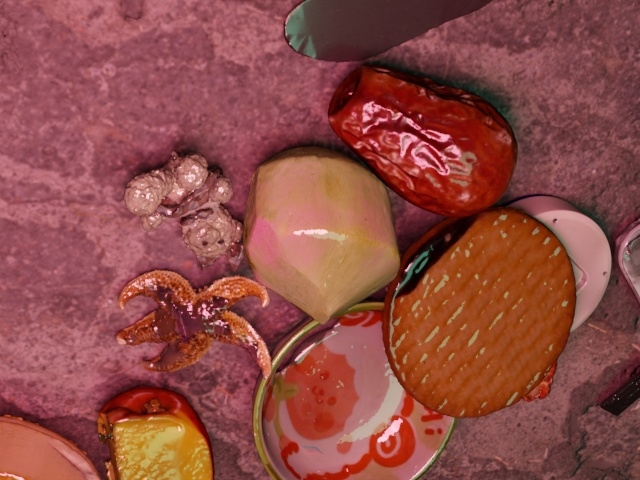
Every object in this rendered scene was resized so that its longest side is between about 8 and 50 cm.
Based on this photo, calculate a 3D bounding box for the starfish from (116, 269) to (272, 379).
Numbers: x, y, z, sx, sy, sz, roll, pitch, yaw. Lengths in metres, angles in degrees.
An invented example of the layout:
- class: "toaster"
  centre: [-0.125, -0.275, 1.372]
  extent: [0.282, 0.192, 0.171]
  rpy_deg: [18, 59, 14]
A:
- class: "starfish"
  centre: [-0.163, 0.114, 1.428]
  extent: [0.238, 0.071, 0.216]
  rpy_deg: [-34, 109, 30]

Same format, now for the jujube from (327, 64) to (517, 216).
- class: "jujube"
  centre: [0.138, -0.139, 1.390]
  extent: [0.255, 0.190, 0.190]
  rpy_deg: [32, 100, -18]

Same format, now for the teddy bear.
- class: "teddy bear"
  centre: [-0.172, -0.051, 1.372]
  extent: [0.133, 0.111, 0.213]
  rpy_deg: [-17, 145, 11]

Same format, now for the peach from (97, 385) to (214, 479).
- class: "peach"
  centre: [-0.227, 0.333, 1.477]
  extent: [0.154, 0.159, 0.267]
  rpy_deg: [-11, 105, -14]

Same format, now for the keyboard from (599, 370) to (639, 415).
- class: "keyboard"
  centre: [0.566, 0.226, 1.770]
  extent: [0.204, 0.013, 0.061]
  rpy_deg: [-46, 135, 18]

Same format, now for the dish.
- class: "dish"
  centre: [0.039, 0.228, 1.552]
  extent: [0.324, 0.124, 0.324]
  rpy_deg: [-5, 107, -19]

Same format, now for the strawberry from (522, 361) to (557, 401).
- class: "strawberry"
  centre: [0.338, 0.207, 1.693]
  extent: [0.104, 0.048, 0.152]
  rpy_deg: [-26, 136, -15]

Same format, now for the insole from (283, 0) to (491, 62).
- class: "insole"
  centre: [0.098, -0.313, 1.393]
  extent: [0.309, 0.012, 0.110]
  rpy_deg: [-22, 117, -10]

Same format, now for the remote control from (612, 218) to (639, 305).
- class: "remote control"
  centre: [0.555, 0.064, 1.702]
  extent: [0.104, 0.052, 0.247]
  rpy_deg: [-37, 120, -2]

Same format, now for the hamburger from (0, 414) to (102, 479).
- class: "hamburger"
  centre: [-0.434, 0.371, 1.400]
  extent: [0.300, 0.176, 0.300]
  rpy_deg: [0, 114, 1]

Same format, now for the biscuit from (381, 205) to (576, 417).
- class: "biscuit"
  centre: [0.232, 0.105, 1.502]
  extent: [0.318, 0.040, 0.318]
  rpy_deg: [-5, 105, -20]

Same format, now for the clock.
- class: "clock"
  centre: [0.331, 0.048, 1.600]
  extent: [0.230, 0.083, 0.230]
  rpy_deg: [-7, 115, -14]

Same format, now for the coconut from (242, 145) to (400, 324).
- class: "coconut"
  centre: [0.000, 0.000, 1.366]
  extent: [0.205, 0.236, 0.236]
  rpy_deg: [1, 113, -8]
